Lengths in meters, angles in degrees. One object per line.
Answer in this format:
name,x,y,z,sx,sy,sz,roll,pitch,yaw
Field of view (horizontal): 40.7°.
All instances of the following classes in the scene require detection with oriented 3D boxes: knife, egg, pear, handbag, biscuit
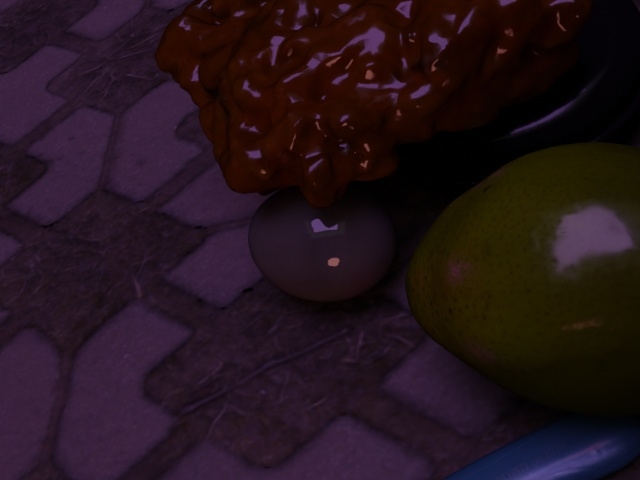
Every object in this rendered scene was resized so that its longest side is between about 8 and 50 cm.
knife,0.118,0.174,0.576,0.222,0.031,0.064,-29,42,-2
egg,0.000,0.000,0.727,0.135,0.103,0.103,2,55,35
pear,0.161,0.026,0.572,0.220,0.187,0.187,-11,45,49
handbag,0.149,-0.160,0.790,0.254,0.093,0.308,-38,46,-7
biscuit,0.024,-0.179,0.728,0.318,0.110,0.312,-30,45,0
